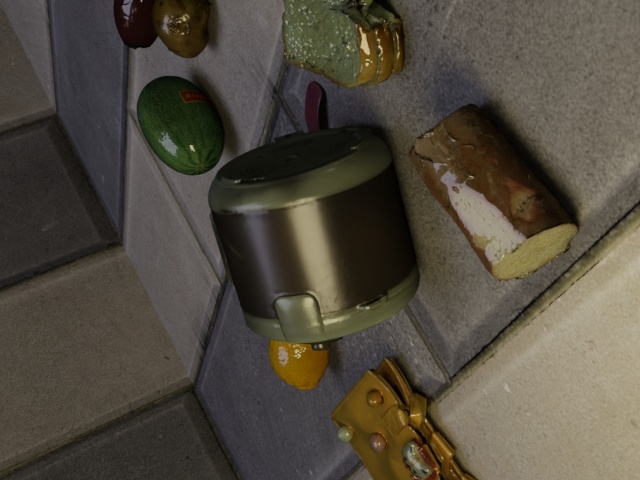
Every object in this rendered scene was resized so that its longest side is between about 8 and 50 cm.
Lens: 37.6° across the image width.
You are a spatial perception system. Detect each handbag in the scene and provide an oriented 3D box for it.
[{"bbox_3d":[0.178,0.445,1.850,0.401,0.133,0.283,59,152,18],"label":"handbag"}]

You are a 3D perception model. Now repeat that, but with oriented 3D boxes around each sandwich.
[{"bbox_3d":[0.026,-0.377,1.422,0.249,0.095,0.273,34,140,48],"label":"sandwich"}]

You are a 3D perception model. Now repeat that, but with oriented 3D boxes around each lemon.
[{"bbox_3d":[-0.047,0.258,2.145,0.142,0.142,0.187,25,129,59],"label":"lemon"}]

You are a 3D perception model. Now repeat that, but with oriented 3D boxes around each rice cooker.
[{"bbox_3d":[-0.008,0.000,1.576,0.335,0.335,0.325,22,132,60],"label":"rice cooker"}]

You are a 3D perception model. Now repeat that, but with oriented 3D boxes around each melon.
[{"bbox_3d":[-0.335,-0.281,2.222,0.287,0.182,0.182,56,156,21],"label":"melon"}]

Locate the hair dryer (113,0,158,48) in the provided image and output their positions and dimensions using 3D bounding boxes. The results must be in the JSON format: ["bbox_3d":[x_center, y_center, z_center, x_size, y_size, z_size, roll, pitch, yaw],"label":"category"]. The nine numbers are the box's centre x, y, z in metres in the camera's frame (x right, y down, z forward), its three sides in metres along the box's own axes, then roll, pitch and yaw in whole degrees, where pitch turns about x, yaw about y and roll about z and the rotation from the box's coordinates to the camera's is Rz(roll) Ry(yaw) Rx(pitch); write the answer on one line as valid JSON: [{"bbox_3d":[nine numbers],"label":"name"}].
[{"bbox_3d":[-0.461,-0.667,2.283,0.340,0.123,0.312,-119,31,-44],"label":"hair dryer"}]

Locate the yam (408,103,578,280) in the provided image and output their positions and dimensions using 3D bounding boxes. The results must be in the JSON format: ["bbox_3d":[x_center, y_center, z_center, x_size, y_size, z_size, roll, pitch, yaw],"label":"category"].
[{"bbox_3d":[0.221,-0.069,1.242,0.238,0.129,0.128,58,-168,22],"label":"yam"}]

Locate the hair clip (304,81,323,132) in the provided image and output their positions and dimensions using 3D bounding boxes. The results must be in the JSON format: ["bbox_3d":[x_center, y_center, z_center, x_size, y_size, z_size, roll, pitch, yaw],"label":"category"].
[{"bbox_3d":[-0.009,-0.228,1.739,0.054,0.022,0.137,49,152,44],"label":"hair clip"}]

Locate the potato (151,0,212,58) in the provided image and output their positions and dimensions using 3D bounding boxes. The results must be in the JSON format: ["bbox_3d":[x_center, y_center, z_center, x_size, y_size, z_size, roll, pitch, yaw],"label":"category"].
[{"bbox_3d":[-0.302,-0.472,2.037,0.137,0.137,0.176,55,158,27],"label":"potato"}]
